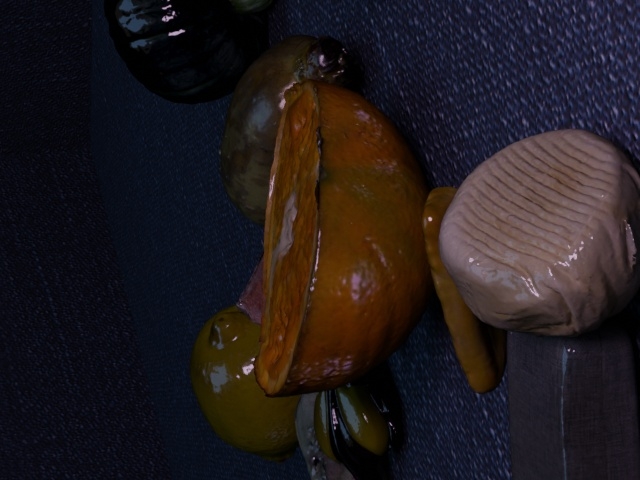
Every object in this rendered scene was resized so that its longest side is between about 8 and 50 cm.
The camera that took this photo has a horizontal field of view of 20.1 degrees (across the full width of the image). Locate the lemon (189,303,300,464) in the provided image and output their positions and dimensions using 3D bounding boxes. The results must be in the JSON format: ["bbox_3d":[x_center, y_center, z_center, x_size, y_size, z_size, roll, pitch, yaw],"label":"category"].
[{"bbox_3d":[-0.077,0.186,2.369,0.184,0.184,0.248,-120,9,-57],"label":"lemon"}]

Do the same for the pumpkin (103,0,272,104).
[{"bbox_3d":[-0.150,-0.309,2.371,0.248,0.248,0.248,172,90,-76],"label":"pumpkin"}]

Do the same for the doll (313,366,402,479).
[{"bbox_3d":[0.034,0.166,2.098,0.127,0.088,0.249,152,114,-75],"label":"doll"}]

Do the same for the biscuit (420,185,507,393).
[{"bbox_3d":[0.133,0.019,1.520,0.183,0.039,0.174,-56,-48,-61],"label":"biscuit"}]

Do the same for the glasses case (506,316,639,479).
[{"bbox_3d":[0.208,0.210,1.460,0.131,0.074,0.323,-143,47,-72],"label":"glasses case"}]

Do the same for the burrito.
[{"bbox_3d":[0.029,0.270,2.157,0.066,0.096,0.309,84,172,-55],"label":"burrito"}]

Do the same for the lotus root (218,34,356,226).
[{"bbox_3d":[-0.032,-0.135,2.081,0.309,0.173,0.173,106,152,-54],"label":"lotus root"}]

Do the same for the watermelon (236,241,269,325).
[{"bbox_3d":[-0.004,0.030,1.991,0.202,0.136,0.207,-64,-23,-63],"label":"watermelon"}]

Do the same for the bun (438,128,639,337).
[{"bbox_3d":[0.180,0.005,1.368,0.113,0.166,0.173,50,-159,-36],"label":"bun"}]

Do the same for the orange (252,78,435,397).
[{"bbox_3d":[0.001,0.003,1.814,0.274,0.310,0.274,23,141,20],"label":"orange"}]
